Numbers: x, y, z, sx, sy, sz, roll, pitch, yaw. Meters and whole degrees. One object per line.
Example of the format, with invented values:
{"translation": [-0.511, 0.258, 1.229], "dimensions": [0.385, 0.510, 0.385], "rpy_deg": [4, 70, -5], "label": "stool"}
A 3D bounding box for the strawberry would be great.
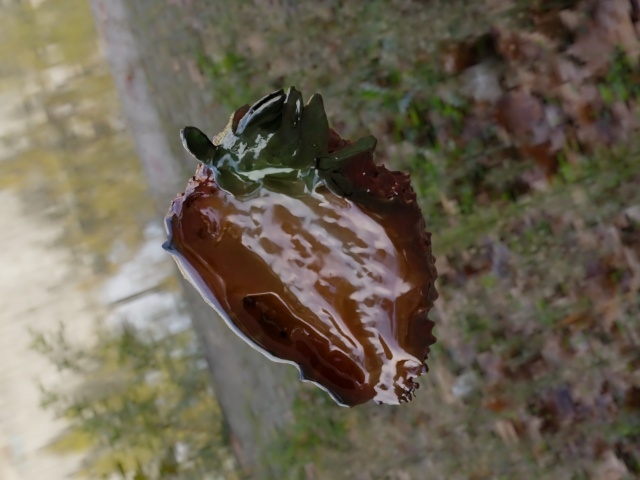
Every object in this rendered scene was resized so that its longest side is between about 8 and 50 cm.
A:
{"translation": [-0.001, -0.003, 0.757], "dimensions": [0.140, 0.192, 0.085], "rpy_deg": [-49, 16, 36], "label": "strawberry"}
